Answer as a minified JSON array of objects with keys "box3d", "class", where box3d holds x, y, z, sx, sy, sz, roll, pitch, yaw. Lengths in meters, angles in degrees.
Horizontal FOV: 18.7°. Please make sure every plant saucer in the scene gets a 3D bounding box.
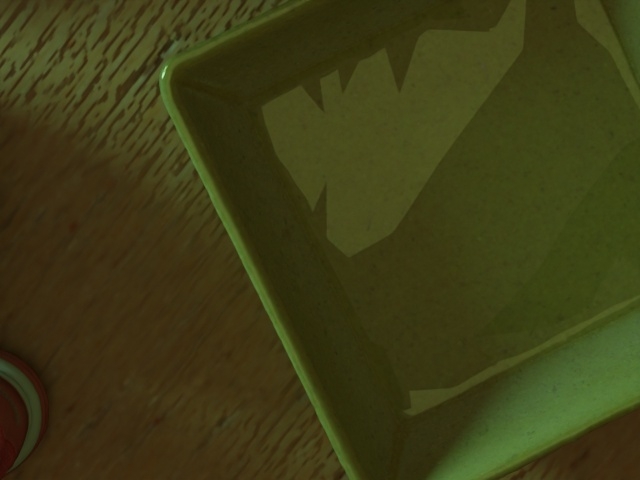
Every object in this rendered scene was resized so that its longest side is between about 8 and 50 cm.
[{"box3d":[0.111,-0.035,1.253,0.333,0.081,0.332,-26,99,-2],"class":"plant saucer"}]

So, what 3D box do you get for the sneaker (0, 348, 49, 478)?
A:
[{"box3d":[-0.321,0.187,1.281,0.314,0.136,0.116,-41,96,7],"class":"sneaker"}]
